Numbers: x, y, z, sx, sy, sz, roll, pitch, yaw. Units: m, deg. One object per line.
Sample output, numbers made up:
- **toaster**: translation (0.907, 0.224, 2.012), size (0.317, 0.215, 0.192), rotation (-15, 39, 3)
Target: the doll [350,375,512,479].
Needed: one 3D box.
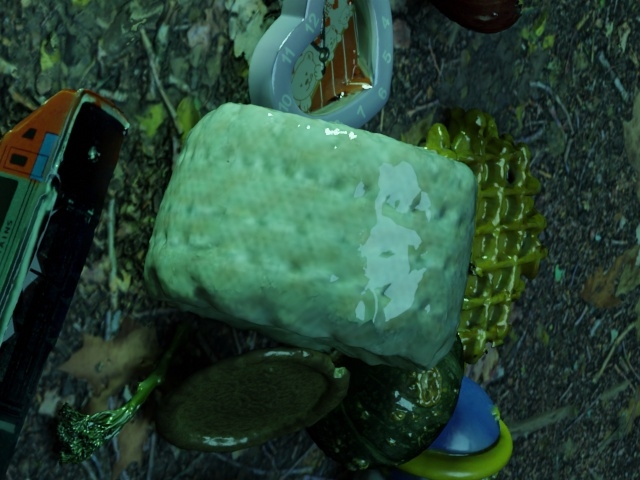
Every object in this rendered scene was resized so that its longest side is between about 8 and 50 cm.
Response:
- **doll**: translation (0.094, 0.267, 2.011), size (0.242, 0.159, 0.311), rotation (-65, 177, 26)

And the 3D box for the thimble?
- **thimble**: translation (0.000, 0.000, 1.740), size (0.291, 0.291, 0.195), rotation (21, 83, -51)

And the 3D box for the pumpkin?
- **pumpkin**: translation (0.058, 0.137, 1.915), size (0.146, 0.190, 0.190), rotation (12, 91, -48)

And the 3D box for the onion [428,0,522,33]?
- **onion**: translation (0.142, -0.298, 1.944), size (0.184, 0.147, 0.184), rotation (-8, 90, -89)

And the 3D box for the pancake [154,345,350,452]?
- **pancake**: translation (-0.064, 0.152, 1.795), size (0.199, 0.199, 0.021), rotation (27, 41, -50)

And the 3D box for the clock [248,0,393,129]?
- **clock**: translation (0.002, -0.181, 1.852), size (0.172, 0.064, 0.198), rotation (39, 70, -48)

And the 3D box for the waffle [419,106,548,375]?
- **waffle**: translation (0.167, 0.000, 2.101), size (0.260, 0.069, 0.293), rotation (-51, 136, -27)

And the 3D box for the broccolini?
- **broccolini**: translation (-0.170, 0.140, 1.749), size (0.194, 0.052, 0.054), rotation (-41, 133, -36)

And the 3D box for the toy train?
- **toy train**: translation (-0.271, 0.068, 1.578), size (0.086, 0.089, 0.409), rotation (29, 77, -55)
